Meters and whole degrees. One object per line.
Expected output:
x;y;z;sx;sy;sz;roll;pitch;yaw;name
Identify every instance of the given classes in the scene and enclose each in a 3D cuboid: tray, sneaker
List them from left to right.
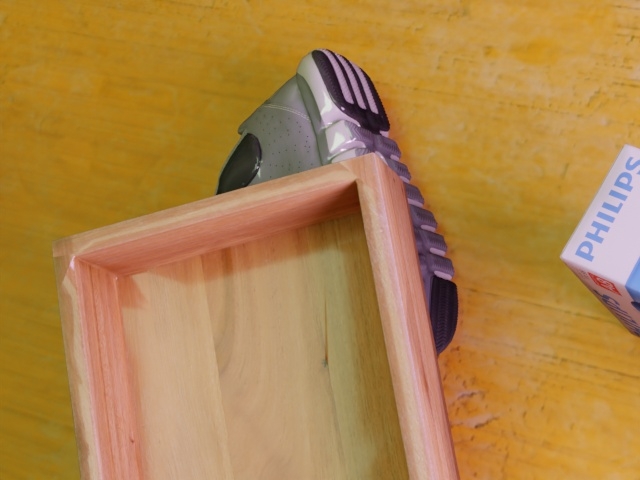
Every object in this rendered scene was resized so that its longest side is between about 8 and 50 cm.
-0.020;0.176;0.957;0.202;0.076;0.411;-15;73;15;tray
0.000;0.000;1.108;0.132;0.086;0.229;-34;55;27;sneaker

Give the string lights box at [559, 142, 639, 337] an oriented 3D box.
0.268;0.047;0.899;0.259;0.133;0.077;26;83;35;string lights box
